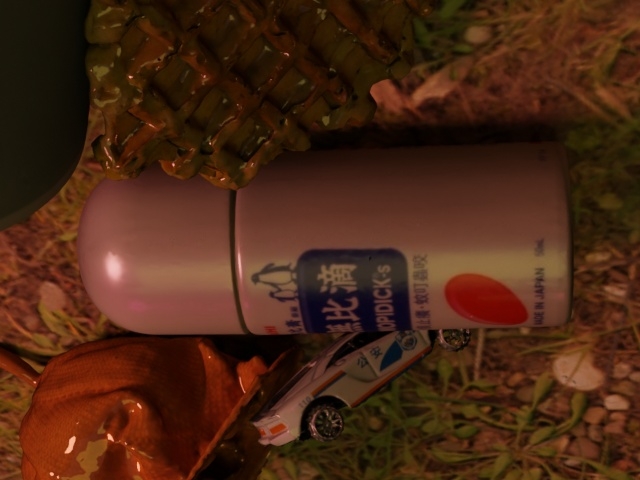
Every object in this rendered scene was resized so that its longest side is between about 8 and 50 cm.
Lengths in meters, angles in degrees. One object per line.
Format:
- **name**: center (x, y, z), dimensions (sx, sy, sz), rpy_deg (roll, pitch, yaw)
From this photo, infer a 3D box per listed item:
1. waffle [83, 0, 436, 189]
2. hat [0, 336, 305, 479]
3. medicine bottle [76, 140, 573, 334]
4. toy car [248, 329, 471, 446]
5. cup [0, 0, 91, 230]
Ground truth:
- **waffle**: center (-0.024, -0.149, 0.841), dimensions (0.291, 0.051, 0.291), rpy_deg (-28, 141, -25)
- **hat**: center (-0.173, 0.136, 1.143), dimensions (0.233, 0.233, 0.244), rpy_deg (30, 119, 13)
- **medicine bottle**: center (0.000, 0.000, 0.999), dimensions (0.341, 0.130, 0.130), rpy_deg (-1, 131, 6)
- **toy car**: center (0.037, 0.090, 1.063), dimensions (0.205, 0.095, 0.056), rpy_deg (-35, 91, -15)
- **cup**: center (-0.252, -0.145, 0.743), dimensions (0.259, 0.356, 0.274), rpy_deg (13, 129, -2)
